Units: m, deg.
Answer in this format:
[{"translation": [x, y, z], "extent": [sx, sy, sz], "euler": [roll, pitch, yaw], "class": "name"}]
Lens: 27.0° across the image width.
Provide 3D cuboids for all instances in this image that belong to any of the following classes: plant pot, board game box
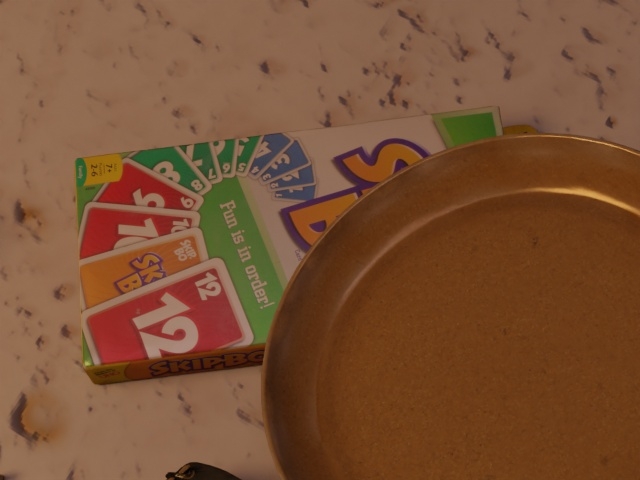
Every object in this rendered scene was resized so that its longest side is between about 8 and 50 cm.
[{"translation": [0.087, 0.055, 0.620], "extent": [0.236, 0.032, 0.236], "euler": [-11, 56, 17], "class": "plant pot"}, {"translation": [0.000, 0.000, 0.717], "extent": [0.259, 0.039, 0.124], "euler": [-6, 66, -2], "class": "board game box"}]

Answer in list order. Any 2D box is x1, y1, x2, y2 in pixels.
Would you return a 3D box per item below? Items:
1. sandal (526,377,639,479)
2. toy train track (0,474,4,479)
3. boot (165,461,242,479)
[{"translation": [0.146, 0.194, 0.596], "extent": [0.102, 0.076, 0.265], "euler": [-6, 69, 23], "class": "sandal"}, {"translation": [-0.159, 0.127, 0.679], "extent": [0.083, 0.014, 0.048], "euler": [5, 66, 6], "class": "toy train track"}, {"translation": [-0.113, 0.145, 0.643], "extent": [0.198, 0.077, 0.137], "euler": [32, 66, 3], "class": "boot"}]
